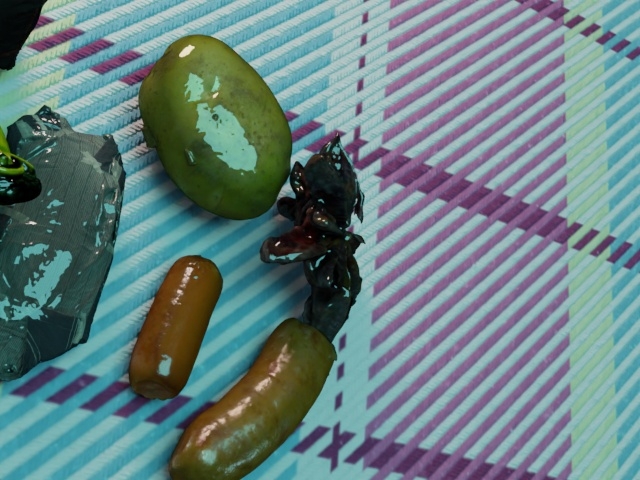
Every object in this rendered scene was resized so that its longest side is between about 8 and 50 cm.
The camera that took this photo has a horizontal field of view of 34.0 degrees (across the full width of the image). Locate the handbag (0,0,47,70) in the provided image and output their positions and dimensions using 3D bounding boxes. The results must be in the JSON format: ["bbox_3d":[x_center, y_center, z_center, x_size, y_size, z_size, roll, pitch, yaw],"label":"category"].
[{"bbox_3d":[-0.425,-0.302,1.200,0.215,0.169,0.155,20,47,-27],"label":"handbag"}]

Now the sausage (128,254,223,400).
[{"bbox_3d":[-0.176,0.102,1.285,0.076,0.076,0.197,32,56,-21],"label":"sausage"}]

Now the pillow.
[{"bbox_3d":[-0.321,0.002,1.208,0.161,0.092,0.335,20,63,-21],"label":"pillow"}]

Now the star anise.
[{"bbox_3d":[0.001,-0.001,1.382,0.212,0.129,0.282,-87,163,-45],"label":"star anise"}]

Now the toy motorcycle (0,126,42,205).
[{"bbox_3d":[-0.468,-0.110,1.102,0.342,0.206,0.142,12,96,-20],"label":"toy motorcycle"}]

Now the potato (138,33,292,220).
[{"bbox_3d":[-0.135,-0.143,1.354,0.228,0.148,0.197,41,42,-18],"label":"potato"}]

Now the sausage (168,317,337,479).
[{"bbox_3d":[-0.083,0.211,1.295,0.109,0.109,0.270,52,52,-8],"label":"sausage"}]
